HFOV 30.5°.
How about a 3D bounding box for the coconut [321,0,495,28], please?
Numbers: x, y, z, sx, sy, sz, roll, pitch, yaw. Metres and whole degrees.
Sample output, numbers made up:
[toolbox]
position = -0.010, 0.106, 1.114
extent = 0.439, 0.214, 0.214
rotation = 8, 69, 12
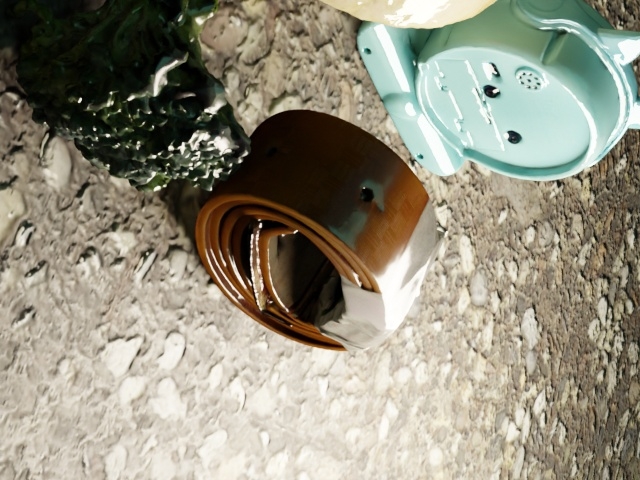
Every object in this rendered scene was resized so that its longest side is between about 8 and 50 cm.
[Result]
[coconut]
position = 0.072, -0.313, 0.927
extent = 0.329, 0.329, 0.328
rotation = -16, 111, -51

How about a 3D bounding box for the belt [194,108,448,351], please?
[belt]
position = 0.000, 0.000, 0.943
extent = 0.105, 0.184, 0.261
rotation = -61, 167, -25

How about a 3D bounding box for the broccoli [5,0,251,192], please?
[broccoli]
position = -0.111, -0.189, 0.841
extent = 0.165, 0.145, 0.304
rotation = 30, 61, -56

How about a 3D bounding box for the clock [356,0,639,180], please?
[clock]
position = 0.183, -0.148, 1.109
extent = 0.094, 0.274, 0.223
rotation = -59, 137, -26
